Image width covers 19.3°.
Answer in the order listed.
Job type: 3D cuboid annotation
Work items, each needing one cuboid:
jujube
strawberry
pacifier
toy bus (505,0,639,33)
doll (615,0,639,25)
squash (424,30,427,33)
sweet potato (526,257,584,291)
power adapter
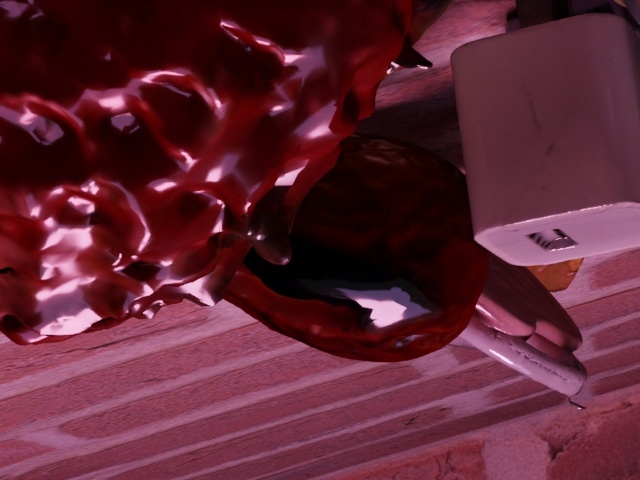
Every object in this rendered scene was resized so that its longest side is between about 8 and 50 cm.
[{"bbox_3d":[0.000,0.000,1.302,0.236,0.168,0.168,11,156,-17],"label":"jujube"},{"bbox_3d":[-0.137,-0.136,0.822,0.345,0.295,0.317,34,134,-22],"label":"strawberry"},{"bbox_3d":[0.128,-0.013,1.545,0.220,0.273,0.332,7,175,24],"label":"pacifier"},{"bbox_3d":[0.291,-0.137,1.387,0.330,0.136,0.109,-18,165,6],"label":"toy bus"},{"bbox_3d":[0.280,-0.168,1.204,0.162,0.177,0.261,-26,159,18],"label":"doll"},{"bbox_3d":[-0.009,-0.130,1.251,0.083,0.083,0.250,-3,163,-38],"label":"squash"},{"bbox_3d":[0.081,0.018,1.755,0.337,0.131,0.131,-10,163,-19],"label":"sweet potato"},{"bbox_3d":[0.161,-0.099,1.278,0.125,0.204,0.130,-12,163,20],"label":"power adapter"}]
